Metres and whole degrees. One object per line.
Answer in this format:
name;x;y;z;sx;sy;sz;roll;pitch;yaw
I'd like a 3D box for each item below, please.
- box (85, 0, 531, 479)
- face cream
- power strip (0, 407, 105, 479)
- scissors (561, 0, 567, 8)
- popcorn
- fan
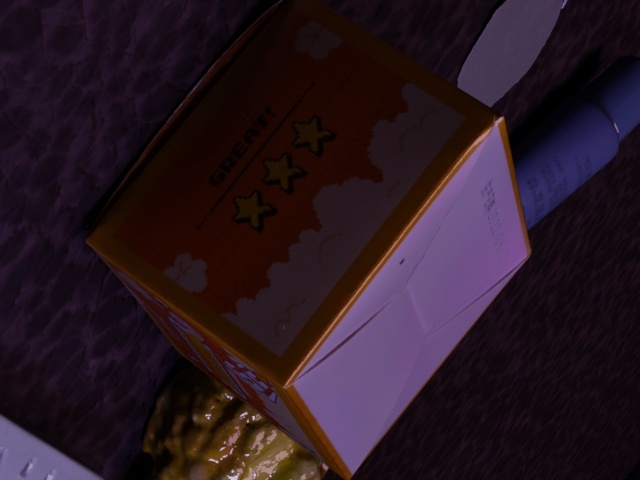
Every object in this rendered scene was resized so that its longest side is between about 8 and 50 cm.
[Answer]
box;0.000;0.000;1.563;0.259;0.214;0.283;-49;158;-10
face cream;0.229;-0.066;2.171;0.385;0.086;0.136;-41;153;-23
power strip;-0.253;0.163;1.455;0.091;0.062;0.385;-56;161;-8
scissors;0.266;-0.274;2.042;0.036;0.006;0.083;-11;131;-60
popcorn;-0.062;0.176;1.778;0.197;0.155;0.198;-42;143;-42
fan;0.233;-0.253;1.989;0.310;0.010;0.182;-52;160;-4
